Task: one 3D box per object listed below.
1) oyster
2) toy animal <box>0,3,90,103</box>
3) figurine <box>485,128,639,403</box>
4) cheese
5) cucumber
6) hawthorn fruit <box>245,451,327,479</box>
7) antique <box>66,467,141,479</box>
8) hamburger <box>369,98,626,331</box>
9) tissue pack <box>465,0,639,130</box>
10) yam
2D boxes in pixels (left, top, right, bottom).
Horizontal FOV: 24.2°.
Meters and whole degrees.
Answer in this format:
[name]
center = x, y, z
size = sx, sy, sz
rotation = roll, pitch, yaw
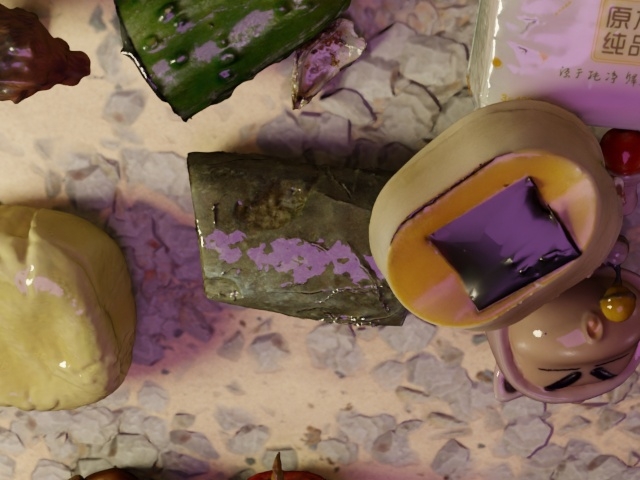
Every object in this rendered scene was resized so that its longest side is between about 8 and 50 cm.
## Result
[oyster]
center = -0.002, -0.160, 1.326
size = 0.093, 0.034, 0.051
rotation = -39, 129, 9
[toy animal]
center = -0.341, -0.192, 1.244
size = 0.312, 0.157, 0.097
rotation = 14, 119, -8
[figurine]
center = 0.215, 0.028, 1.349
size = 0.176, 0.186, 0.287
rotation = -1, 112, -3
[cheese]
center = -0.288, 0.071, 1.424
size = 0.214, 0.117, 0.226
rotation = 0, 125, 9
[cucumber]
center = -0.046, -0.209, 1.251
size = 0.244, 0.134, 0.134
rotation = -30, 116, 9
[hawthorn fruit]
center = -0.037, 0.313, 1.526
size = 0.179, 0.179, 0.200
rotation = -1, 111, 2
[antique]
center = -0.186, 0.367, 1.532
size = 0.129, 0.223, 0.278
rotation = -16, 83, -8
[hamburger]
center = 0.144, -0.016, 1.229
size = 0.210, 0.116, 0.173
rotation = -38, 106, 20
[tissue pack]
center = 0.248, -0.190, 1.247
size = 0.225, 0.124, 0.185
rotation = 5, 118, -2
[yam]
center = 0.000, 0.000, 1.358
size = 0.254, 0.154, 0.154
rotation = 5, 121, -3
